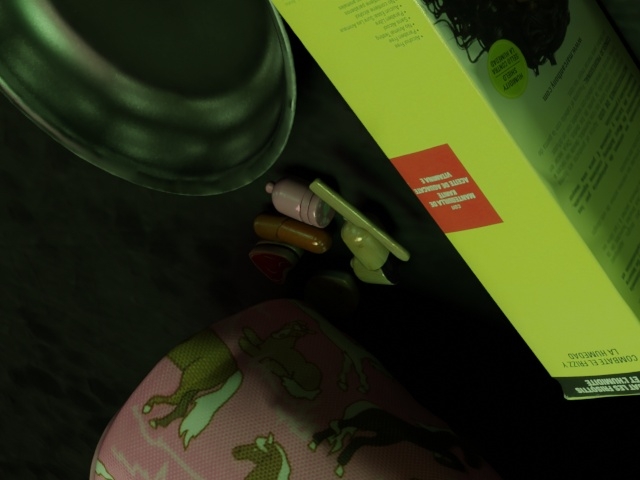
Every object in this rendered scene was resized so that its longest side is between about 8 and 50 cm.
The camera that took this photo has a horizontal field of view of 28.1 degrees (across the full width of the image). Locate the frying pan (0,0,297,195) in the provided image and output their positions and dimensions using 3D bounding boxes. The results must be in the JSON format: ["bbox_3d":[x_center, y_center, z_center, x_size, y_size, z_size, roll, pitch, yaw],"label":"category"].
[{"bbox_3d":[-0.145,-0.134,0.558,0.326,0.053,0.197,30,144,11],"label":"frying pan"}]

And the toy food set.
[{"bbox_3d":[0.000,0.000,0.622,0.078,0.019,0.122,39,153,-9],"label":"toy food set"}]

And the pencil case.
[{"bbox_3d":[0.069,0.187,0.564,0.386,0.167,0.160,37,107,29],"label":"pencil case"}]

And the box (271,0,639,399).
[{"bbox_3d":[0.064,-0.052,0.452,0.058,0.087,0.232,-13,124,46],"label":"box"}]
